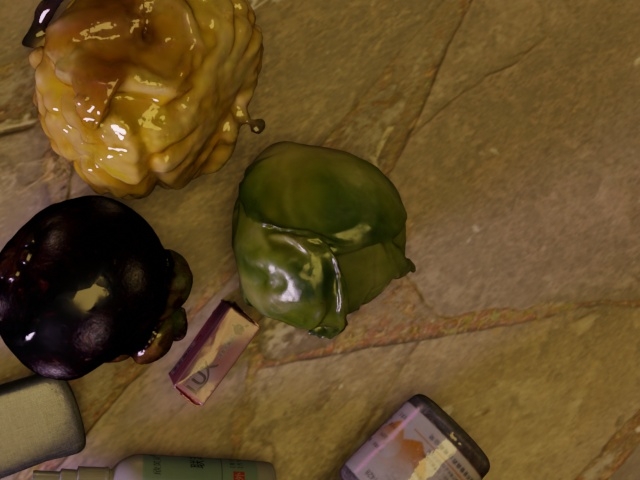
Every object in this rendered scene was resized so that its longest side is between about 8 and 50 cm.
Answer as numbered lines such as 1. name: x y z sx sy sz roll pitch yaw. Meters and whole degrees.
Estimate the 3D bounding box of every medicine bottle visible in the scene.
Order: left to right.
1. medicine bottle: -0.245 0.370 1.802 0.352 0.110 0.110 5 90 -11
2. medicine bottle: 0.109 0.376 1.841 0.273 0.165 0.165 -44 98 -8

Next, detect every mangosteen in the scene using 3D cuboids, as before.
1. mangosteen: -0.316 0.074 1.724 0.287 0.287 0.233 -43 62 -7

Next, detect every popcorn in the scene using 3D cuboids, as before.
1. popcorn: -0.264 -0.239 1.710 0.382 0.349 0.349 29 86 19

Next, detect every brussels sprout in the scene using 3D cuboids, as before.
1. brussels sprout: -0.002 0.000 1.780 0.259 0.227 0.294 -21 61 -20

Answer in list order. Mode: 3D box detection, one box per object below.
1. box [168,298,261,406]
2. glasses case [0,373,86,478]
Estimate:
1. box: -0.158 0.163 1.814 0.060 0.111 0.156 36 87 -10
2. glasses case: -0.506 0.290 1.768 0.323 0.074 0.131 -18 94 -10
